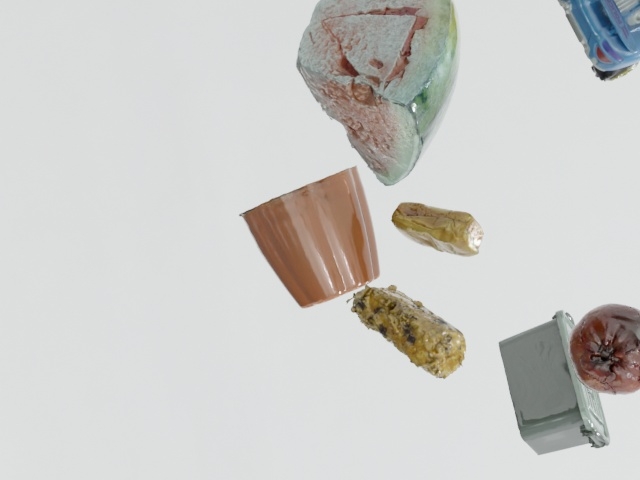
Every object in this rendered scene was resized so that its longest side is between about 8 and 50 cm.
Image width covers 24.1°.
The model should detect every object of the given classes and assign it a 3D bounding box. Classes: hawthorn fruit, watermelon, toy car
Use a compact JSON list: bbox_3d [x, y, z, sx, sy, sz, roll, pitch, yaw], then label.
[{"bbox_3d":[0.462,0.165,2.308,0.172,0.148,0.148,-11,90,-62],"label":"hawthorn fruit"},{"bbox_3d":[0.070,-0.206,1.888,0.262,0.201,0.213,96,13,-64],"label":"watermelon"},{"bbox_3d":[0.474,-0.367,2.156,0.166,0.314,0.198,-23,-85,60],"label":"toy car"}]

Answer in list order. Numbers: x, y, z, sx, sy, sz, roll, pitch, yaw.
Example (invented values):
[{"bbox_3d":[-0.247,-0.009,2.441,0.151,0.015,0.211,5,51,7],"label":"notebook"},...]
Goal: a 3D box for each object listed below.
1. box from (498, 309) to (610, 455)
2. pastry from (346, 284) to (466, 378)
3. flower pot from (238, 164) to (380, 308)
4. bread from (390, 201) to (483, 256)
[{"bbox_3d":[0.413,0.261,2.668,0.163,0.135,0.243,44,32,-56],"label":"box"},{"bbox_3d":[0.091,0.087,1.498,0.080,0.056,0.140,15,19,-50],"label":"pastry"},{"bbox_3d":[0.000,0.000,2.220,0.190,0.190,0.173,-12,78,-87],"label":"flower pot"},{"bbox_3d":[0.169,-0.017,2.155,0.053,0.132,0.074,-64,149,-17],"label":"bread"}]
